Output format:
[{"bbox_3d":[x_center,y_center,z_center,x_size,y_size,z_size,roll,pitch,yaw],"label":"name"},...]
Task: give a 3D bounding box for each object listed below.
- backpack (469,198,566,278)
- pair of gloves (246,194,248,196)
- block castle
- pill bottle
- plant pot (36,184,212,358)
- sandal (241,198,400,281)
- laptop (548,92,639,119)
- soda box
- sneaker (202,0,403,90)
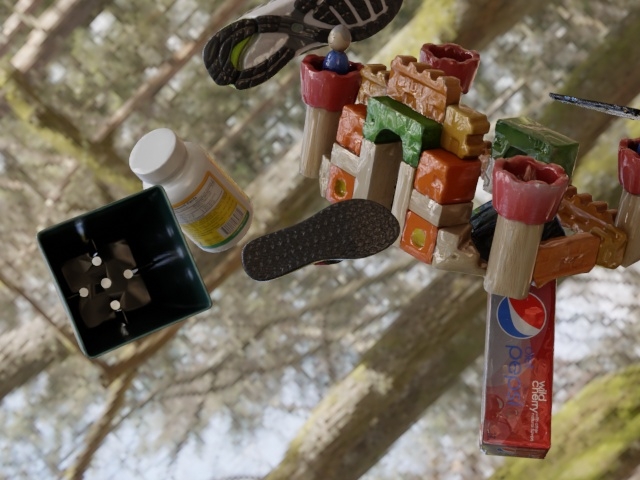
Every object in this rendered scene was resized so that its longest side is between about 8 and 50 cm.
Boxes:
[{"bbox_3d":[0.242,-0.009,1.685,0.105,0.114,0.084,61,-174,-31],"label":"backpack"},{"bbox_3d":[-0.161,-0.051,2.342,0.010,0.074,0.083,90,173,-59],"label":"pair of gloves"},{"bbox_3d":[0.197,-0.127,1.688,0.303,0.212,0.453,-11,-149,-36],"label":"block castle"},{"bbox_3d":[-0.204,-0.081,2.106,0.208,0.118,0.117,47,-171,-44],"label":"pill bottle"},{"bbox_3d":[-0.263,0.046,1.723,0.165,0.166,0.234,67,165,-1],"label":"plant pot"},{"bbox_3d":[0.000,0.000,1.485,0.040,0.179,0.067,30,-136,-79],"label":"sandal"},{"bbox_3d":[0.536,-0.247,2.066,0.234,0.136,0.264,7,-172,-44],"label":"laptop"},{"bbox_3d":[0.264,0.153,1.784,0.083,0.092,0.263,79,-164,-71],"label":"soda box"},{"bbox_3d":[-0.029,-0.305,1.837,0.121,0.300,0.111,-134,22,-70],"label":"sneaker"}]
